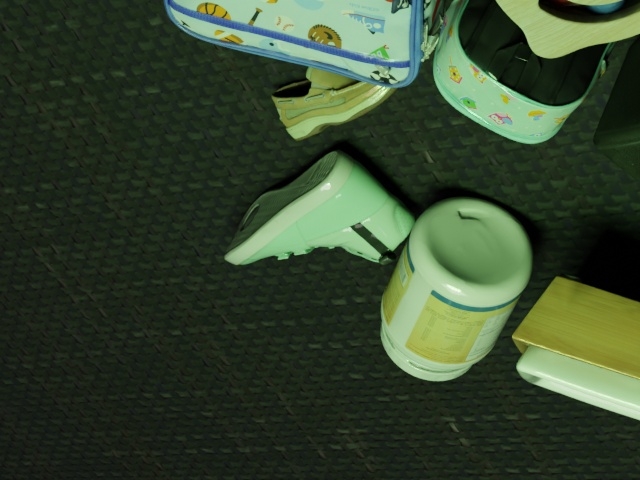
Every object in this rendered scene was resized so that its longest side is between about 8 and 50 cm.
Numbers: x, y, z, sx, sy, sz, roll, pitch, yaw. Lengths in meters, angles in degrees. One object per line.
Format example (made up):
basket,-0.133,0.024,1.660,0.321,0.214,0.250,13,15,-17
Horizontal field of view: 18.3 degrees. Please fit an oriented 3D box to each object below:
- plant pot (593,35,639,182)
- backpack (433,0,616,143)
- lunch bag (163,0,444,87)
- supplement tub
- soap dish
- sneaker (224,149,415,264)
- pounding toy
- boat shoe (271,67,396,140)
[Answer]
plant pot,0.378,-0.123,1.921,0.188,0.187,0.167,34,157,-24
backpack,0.194,-0.189,1.936,0.166,0.188,0.144,30,142,-8
lunch bag,-0.013,-0.272,2.018,0.303,0.115,0.243,17,144,12
supplement tub,0.151,0.059,2.287,0.144,0.144,0.199,24,143,2
soap dish,0.336,0.129,2.203,0.229,0.118,0.291,18,175,11
sneaker,0.000,0.000,2.343,0.151,0.094,0.256,37,142,-20
pounding toy,0.284,-0.246,1.762,0.269,0.155,0.154,-15,130,4
boat shoe,0.013,-0.167,2.167,0.190,0.068,0.072,-23,110,44
